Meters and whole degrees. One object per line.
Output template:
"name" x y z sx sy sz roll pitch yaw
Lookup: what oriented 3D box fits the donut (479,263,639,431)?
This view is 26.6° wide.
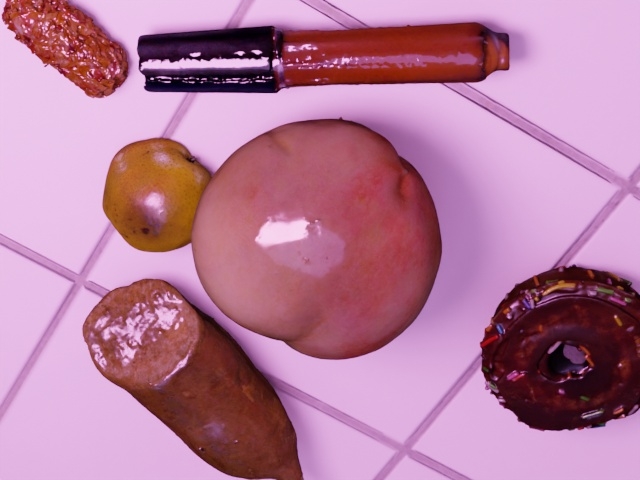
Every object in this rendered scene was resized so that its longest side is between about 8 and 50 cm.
"donut" 0.311 0.130 1.690 0.235 0.089 0.235 3 123 4

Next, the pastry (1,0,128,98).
"pastry" -0.295 -0.227 1.550 0.169 0.063 0.087 36 121 -16

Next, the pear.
"pear" -0.199 -0.047 1.631 0.141 0.104 0.141 1 119 2

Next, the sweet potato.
"sweet potato" -0.145 0.202 1.760 0.158 0.158 0.369 -28 122 21

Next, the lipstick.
"lipstick" 0.002 -0.205 1.522 0.418 0.077 0.077 -1 122 6

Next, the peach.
"peach" 0.001 0.000 1.549 0.292 0.247 0.292 18 138 17
